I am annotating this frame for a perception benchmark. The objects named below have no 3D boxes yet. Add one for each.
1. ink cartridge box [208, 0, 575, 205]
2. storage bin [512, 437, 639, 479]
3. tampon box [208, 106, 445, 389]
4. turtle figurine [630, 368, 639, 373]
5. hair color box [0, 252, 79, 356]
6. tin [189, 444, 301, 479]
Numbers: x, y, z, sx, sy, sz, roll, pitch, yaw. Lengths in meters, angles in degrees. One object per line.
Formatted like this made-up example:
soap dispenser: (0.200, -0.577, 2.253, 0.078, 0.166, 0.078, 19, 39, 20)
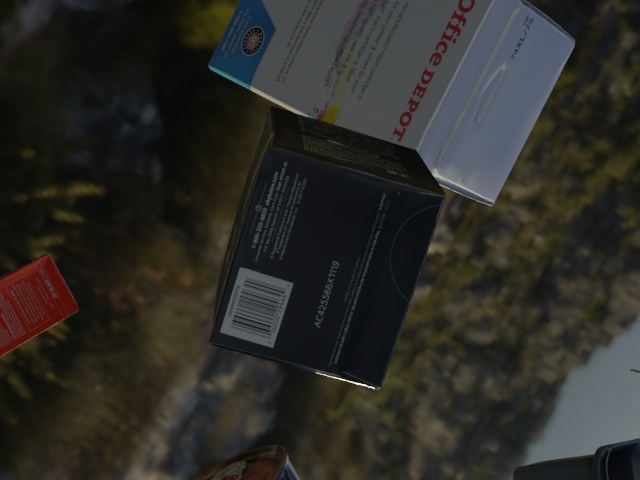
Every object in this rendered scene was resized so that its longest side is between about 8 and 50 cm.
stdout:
ink cartridge box: (0.074, -0.189, 1.709, 0.197, 0.270, 0.198, 19, 99, -58)
storage bin: (0.201, 0.226, 1.302, 0.098, 0.091, 0.135, 0, 83, -57)
tampon box: (0.000, 0.000, 0.990, 0.161, 0.101, 0.120, -101, -152, -78)
turtle figurine: (0.382, 0.068, 1.394, 0.118, 0.234, 0.175, 42, 51, -57)
hair color box: (-0.219, 0.061, 1.000, 0.072, 0.043, 0.141, -24, -173, 43)
tin: (-0.070, 0.181, 0.994, 0.106, 0.040, 0.189, -21, -168, 20)
